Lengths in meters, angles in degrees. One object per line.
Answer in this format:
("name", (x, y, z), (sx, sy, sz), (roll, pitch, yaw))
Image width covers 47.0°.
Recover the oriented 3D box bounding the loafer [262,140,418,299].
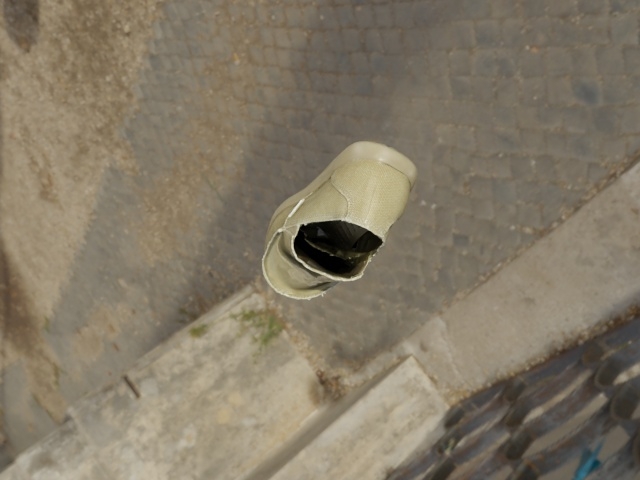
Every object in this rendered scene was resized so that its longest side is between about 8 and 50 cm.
("loafer", (0.000, 0.000, 0.411), (0.056, 0.050, 0.148), (27, 145, -7))
